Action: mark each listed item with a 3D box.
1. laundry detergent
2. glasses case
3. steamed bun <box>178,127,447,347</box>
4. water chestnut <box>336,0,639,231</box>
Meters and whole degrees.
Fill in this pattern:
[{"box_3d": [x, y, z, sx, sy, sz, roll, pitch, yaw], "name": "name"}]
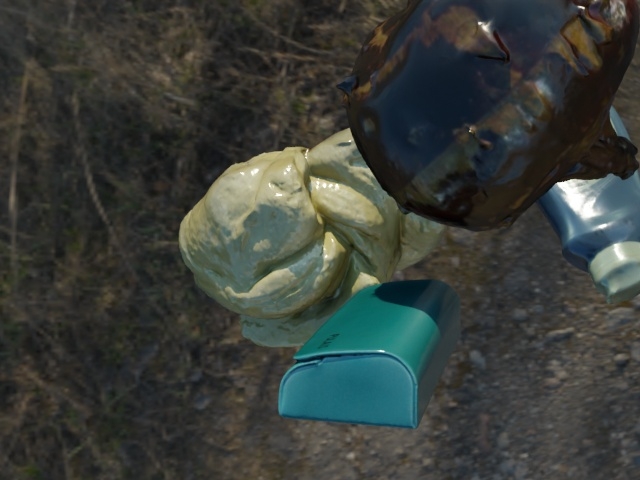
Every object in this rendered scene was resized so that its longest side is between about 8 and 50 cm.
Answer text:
[{"box_3d": [0.335, -0.047, 1.355, 0.094, 0.143, 0.290, 92, 168, -52], "name": "laundry detergent"}, {"box_3d": [0.055, 0.092, 1.015, 0.117, 0.301, 0.070, 2, 101, 13], "name": "glasses case"}, {"box_3d": [-0.003, 0.003, 1.561, 0.325, 0.372, 0.230, 92, 161, -55], "name": "steamed bun"}, {"box_3d": [0.176, -0.133, 1.031, 0.300, 0.300, 0.300, -2, 87, 36], "name": "water chestnut"}]
